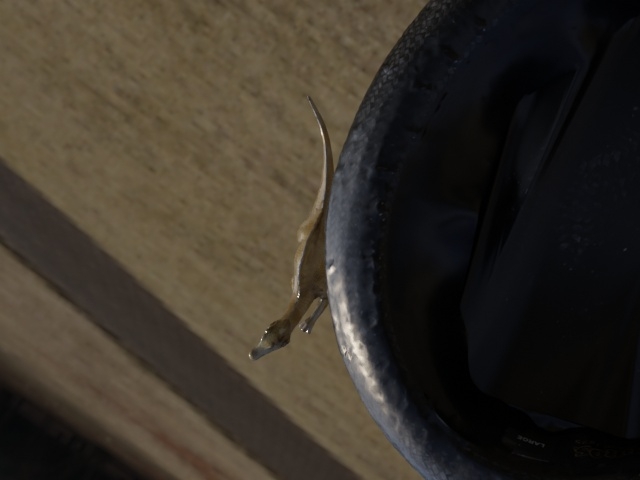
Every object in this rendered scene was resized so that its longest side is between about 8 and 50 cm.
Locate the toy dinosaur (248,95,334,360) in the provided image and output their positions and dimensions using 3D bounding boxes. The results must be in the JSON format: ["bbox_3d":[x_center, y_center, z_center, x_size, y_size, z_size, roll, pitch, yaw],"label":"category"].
[{"bbox_3d":[0.000,0.000,0.931,0.053,0.183,0.092,13,176,13],"label":"toy dinosaur"}]

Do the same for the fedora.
[{"bbox_3d":[0.169,-0.008,0.678,0.334,0.334,0.152,26,-176,24],"label":"fedora"}]
